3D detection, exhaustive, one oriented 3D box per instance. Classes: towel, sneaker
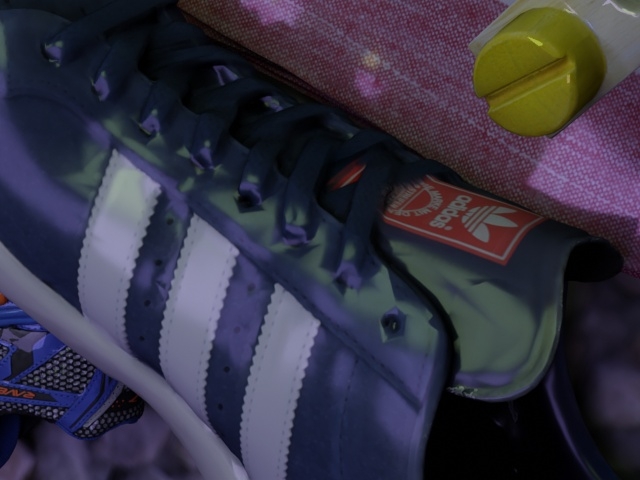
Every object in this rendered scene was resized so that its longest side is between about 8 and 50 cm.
[{"bbox_3d":[0.062,-0.179,0.538,0.237,0.037,0.329,30,117,22],"label":"towel"},{"bbox_3d":[0.000,0.000,0.552,0.148,0.131,0.350,-33,98,40],"label":"sneaker"},{"bbox_3d":[-0.160,0.057,0.701,0.221,0.083,0.087,-15,97,33],"label":"sneaker"}]

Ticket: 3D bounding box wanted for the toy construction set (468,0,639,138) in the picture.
[{"bbox_3d":[0.187,-0.069,0.387,0.328,0.151,0.215,-22,102,55],"label":"toy construction set"}]
